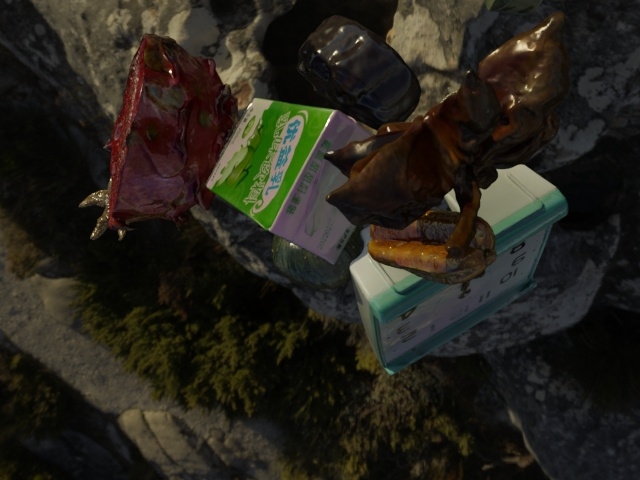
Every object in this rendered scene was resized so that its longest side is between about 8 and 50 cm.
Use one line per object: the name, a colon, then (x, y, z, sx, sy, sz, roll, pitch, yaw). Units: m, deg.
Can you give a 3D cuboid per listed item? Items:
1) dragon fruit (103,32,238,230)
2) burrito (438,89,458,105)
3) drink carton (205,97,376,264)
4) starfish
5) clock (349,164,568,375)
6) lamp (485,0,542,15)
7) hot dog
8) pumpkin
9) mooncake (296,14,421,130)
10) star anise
dragon fruit: (-0.291, -0.198, 1.084, 0.249, 0.371, 0.386, 10, 86, -24)
burrito: (0.434, -0.377, 1.429, 0.392, 0.076, 0.117, -32, 109, 10)
drink carton: (-0.037, -0.093, 0.717, 0.108, 0.271, 0.161, 27, 93, -32)
starfish: (-0.590, -0.109, 1.536, 0.236, 0.062, 0.277, -21, 70, 16)
clock: (0.165, 0.037, 0.713, 0.262, 0.116, 0.231, -29, 148, -7)
lamp: (0.392, -0.573, 1.199, 0.215, 0.121, 0.121, 12, 125, -26)
hot dog: (0.092, 0.004, 0.477, 0.038, 0.144, 0.062, 14, 86, -34)
pumpkin: (0.000, 0.000, 1.758, 0.291, 0.327, 0.257, 6, 143, 26)
mooncake: (0.080, -0.353, 1.200, 0.283, 0.283, 0.141, 38, 93, -11)
star anise: (0.104, -0.073, 0.424, 0.212, 0.196, 0.111, -37, 100, 2)
